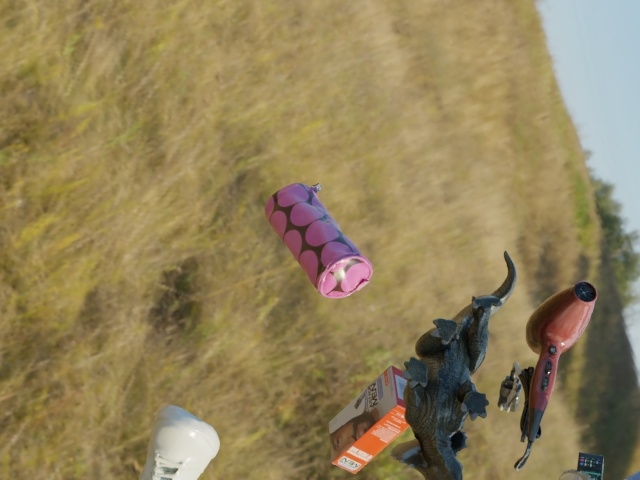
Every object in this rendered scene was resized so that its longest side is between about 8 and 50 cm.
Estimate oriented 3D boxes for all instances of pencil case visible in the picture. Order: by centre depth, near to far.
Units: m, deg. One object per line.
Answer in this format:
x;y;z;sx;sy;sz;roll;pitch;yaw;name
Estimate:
0.000;0.000;1.377;0.098;0.095;0.209;41;11;-42;pencil case

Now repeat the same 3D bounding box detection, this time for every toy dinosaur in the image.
0.144;0.148;1.090;0.160;0.121;0.313;107;-3;-63;toy dinosaur

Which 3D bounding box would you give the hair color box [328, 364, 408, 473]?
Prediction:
0.085;0.293;1.552;0.053;0.167;0.093;29;29;-22;hair color box

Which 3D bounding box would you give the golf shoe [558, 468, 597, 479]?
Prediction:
0.391;0.398;1.389;0.069;0.086;0.176;59;-13;-19;golf shoe

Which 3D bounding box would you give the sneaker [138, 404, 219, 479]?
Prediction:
-0.175;0.270;1.088;0.212;0.080;0.094;110;6;-50;sneaker

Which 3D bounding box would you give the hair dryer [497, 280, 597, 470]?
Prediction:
0.357;0.190;1.450;0.223;0.080;0.293;-89;-167;-70;hair dryer

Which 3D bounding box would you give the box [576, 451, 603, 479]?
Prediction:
0.552;0.487;1.948;0.062;0.052;0.083;67;33;-55;box

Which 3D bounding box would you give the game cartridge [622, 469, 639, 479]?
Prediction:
0.233;0.413;1.007;0.068;0.355;0.230;36;32;32;game cartridge
